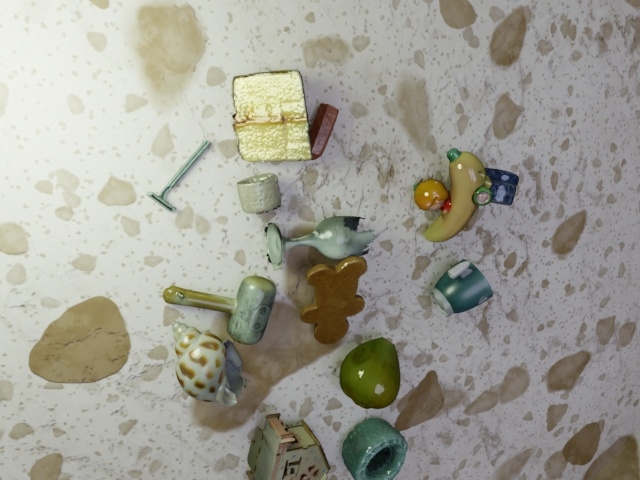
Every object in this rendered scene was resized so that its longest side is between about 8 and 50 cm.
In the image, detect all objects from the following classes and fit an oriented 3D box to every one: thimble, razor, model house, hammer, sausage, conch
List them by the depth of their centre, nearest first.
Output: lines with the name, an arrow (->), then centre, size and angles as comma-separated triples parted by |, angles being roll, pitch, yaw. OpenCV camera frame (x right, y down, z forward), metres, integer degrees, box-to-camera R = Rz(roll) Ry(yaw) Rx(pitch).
razor -> -0.360, -0.180, 1.170 | 0.211, 0.035, 0.084 | -55, 142, -9
thimble -> -0.167, -0.129, 1.227 | 0.115, 0.102, 0.090 | -15, 110, -13
conch -> -0.325, 0.344, 1.255 | 0.148, 0.183, 0.275 | -10, 104, 11
hammer -> -0.288, 0.176, 1.264 | 0.305, 0.113, 0.202 | 16, 94, -19
sausage -> -0.004, -0.303, 1.279 | 0.065, 0.065, 0.170 | 20, 93, -27
model house -> -0.094, 0.715, 1.461 | 0.244, 0.169, 0.327 | 6, 103, -33
thimble -> 0.198, 0.757, 1.604 | 0.234, 0.143, 0.199 | -29, 115, -14

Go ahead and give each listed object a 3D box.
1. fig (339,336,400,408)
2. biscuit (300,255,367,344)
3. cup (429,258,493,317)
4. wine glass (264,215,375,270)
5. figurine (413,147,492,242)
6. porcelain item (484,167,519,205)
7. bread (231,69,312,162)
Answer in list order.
fig -> 0.163, 0.436, 1.480 | 0.207, 0.207, 0.230 | 11, 65, -26
biscuit -> 0.036, 0.194, 1.397 | 0.215, 0.047, 0.340 | -11, 128, -13
cup -> 0.484, 0.179, 1.575 | 0.173, 0.168, 0.300 | -34, 140, -3
wine glass -> 0.000, 0.000, 1.321 | 0.320, 0.143, 0.144 | -9, 107, -25
figurine -> 0.413, -0.136, 1.454 | 0.222, 0.124, 0.325 | 20, 121, -5
porcelain item -> 0.594, -0.187, 1.533 | 0.147, 0.147, 0.114 | 7, 100, -26
bread -> -0.135, -0.315, 1.174 | 0.177, 0.135, 0.240 | -15, 111, -21
